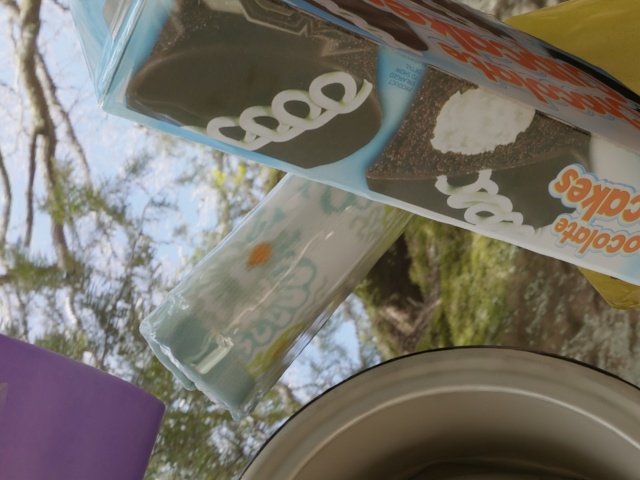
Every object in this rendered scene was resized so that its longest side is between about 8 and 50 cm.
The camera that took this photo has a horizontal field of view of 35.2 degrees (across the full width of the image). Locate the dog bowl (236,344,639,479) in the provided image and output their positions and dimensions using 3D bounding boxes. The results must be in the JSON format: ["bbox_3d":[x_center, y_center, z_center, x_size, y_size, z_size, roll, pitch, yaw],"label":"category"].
[{"bbox_3d":[0.118,0.288,0.735,0.408,0.150,0.408,-8,-127,11],"label":"dog bowl"}]

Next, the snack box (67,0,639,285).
[{"bbox_3d":[0.048,-0.071,0.453,0.322,0.060,0.187,16,-155,-29],"label":"snack box"}]

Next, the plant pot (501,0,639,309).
[{"bbox_3d":[0.271,-0.062,0.779,0.212,0.212,0.187,38,-130,-49],"label":"plant pot"}]

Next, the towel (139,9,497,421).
[{"bbox_3d":[0.000,0.000,0.828,0.090,0.374,0.320,39,-102,5],"label":"towel"}]

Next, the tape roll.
[{"bbox_3d":[-0.183,0.098,0.531,0.189,0.189,0.080,19,-109,-9],"label":"tape roll"}]
